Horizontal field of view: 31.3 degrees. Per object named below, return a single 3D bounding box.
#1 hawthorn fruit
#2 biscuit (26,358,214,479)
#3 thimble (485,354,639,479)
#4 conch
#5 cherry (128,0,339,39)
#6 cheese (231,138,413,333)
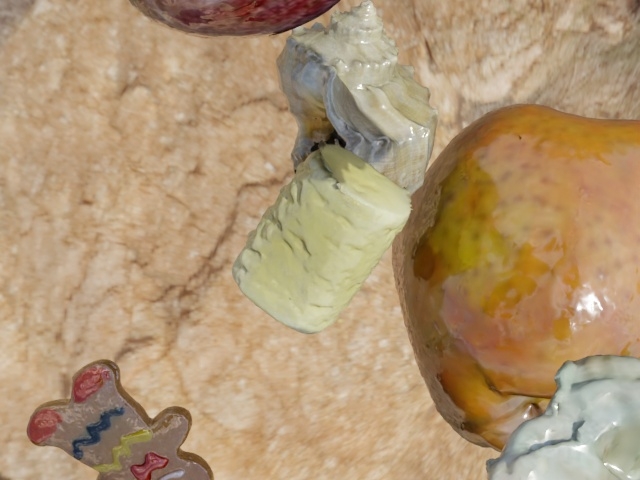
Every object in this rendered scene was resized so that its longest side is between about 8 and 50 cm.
[{"bbox_3d":[0.300,0.070,1.496,0.471,0.472,0.472,-1,85,10],"label":"hawthorn fruit"},{"bbox_3d":[-0.236,0.265,1.440,0.165,0.036,0.250,-44,106,10],"label":"biscuit"},{"bbox_3d":[0.227,0.205,0.629,0.291,0.291,0.195,-11,127,9],"label":"thimble"},{"bbox_3d":[0.051,-0.122,1.374,0.186,0.263,0.324,-8,122,2],"label":"conch"},{"bbox_3d":[-0.070,-0.281,0.988,0.300,0.230,0.203,-25,75,35],"label":"cherry"},{"bbox_3d":[0.000,0.000,1.119,0.123,0.094,0.167,33,116,-6],"label":"cheese"}]
